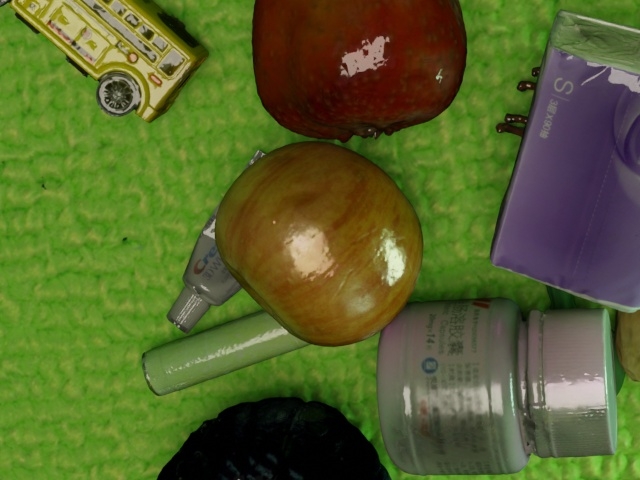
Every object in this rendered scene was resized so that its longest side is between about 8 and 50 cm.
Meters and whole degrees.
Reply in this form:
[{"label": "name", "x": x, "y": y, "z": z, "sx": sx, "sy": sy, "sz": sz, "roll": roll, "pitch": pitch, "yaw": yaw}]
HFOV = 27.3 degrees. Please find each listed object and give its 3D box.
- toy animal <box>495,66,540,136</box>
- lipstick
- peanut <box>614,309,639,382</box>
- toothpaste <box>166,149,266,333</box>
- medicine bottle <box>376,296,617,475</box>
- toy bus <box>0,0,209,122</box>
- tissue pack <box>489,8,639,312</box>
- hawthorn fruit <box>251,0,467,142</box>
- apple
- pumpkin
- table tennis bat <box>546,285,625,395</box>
[{"label": "toy animal", "x": 0.350, "y": -0.112, "z": 1.816, "sx": 0.229, "sy": 0.066, "sz": 0.224, "roll": 25, "pitch": 109, "yaw": -4}, {"label": "lipstick", "x": -0.114, "y": 0.150, "z": 1.921, "sx": 0.304, "sy": 0.076, "sz": 0.076, "roll": -19, "pitch": 100, "yaw": 9}, {"label": "peanut", "x": 0.522, "y": 0.132, "z": 1.829, "sx": 0.233, "sy": 0.110, "sz": 0.197, "roll": 25, "pitch": 91, "yaw": 0}, {"label": "toothpaste", "x": -0.126, "y": 0.014, "z": 1.902, "sx": 0.099, "sy": 0.068, "sz": 0.282, "roll": 32, "pitch": 99, "yaw": -30}, {"label": "medicine bottle", "x": 0.244, "y": 0.197, "z": 1.793, "sx": 0.302, "sy": 0.241, "sz": 0.241, "roll": -4, "pitch": 103, "yaw": 15}, {"label": "toy bus", "x": -0.319, "y": -0.311, "z": 1.801, "sx": 0.330, "sy": 0.144, "sz": 0.152, "roll": 41, "pitch": 104, "yaw": -5}, {"label": "tissue pack", "x": 0.370, "y": -0.094, "z": 1.691, "sx": 0.242, "sy": 0.160, "sz": 0.338, "roll": 15, "pitch": 122, "yaw": 8}, {"label": "hawthorn fruit", "x": 0.043, "y": -0.294, "z": 1.710, "sx": 0.287, "sy": 0.287, "sz": 0.330, "roll": -9, "pitch": 95, "yaw": 8}, {"label": "apple", "x": 0.000, "y": 0.000, "z": 1.758, "sx": 0.286, "sy": 0.286, "sz": 0.233, "roll": 45, "pitch": 82, "yaw": -5}, {"label": "pumpkin", "x": -0.066, "y": 0.402, "z": 1.876, "sx": 0.363, "sy": 0.266, "sz": 0.363, "roll": 3, "pitch": 106, "yaw": 10}, {"label": "table tennis bat", "x": 0.353, "y": 0.138, "z": 1.888, "sx": 0.160, "sy": 0.039, "sz": 0.257, "roll": -5, "pitch": 107, "yaw": 12}]
